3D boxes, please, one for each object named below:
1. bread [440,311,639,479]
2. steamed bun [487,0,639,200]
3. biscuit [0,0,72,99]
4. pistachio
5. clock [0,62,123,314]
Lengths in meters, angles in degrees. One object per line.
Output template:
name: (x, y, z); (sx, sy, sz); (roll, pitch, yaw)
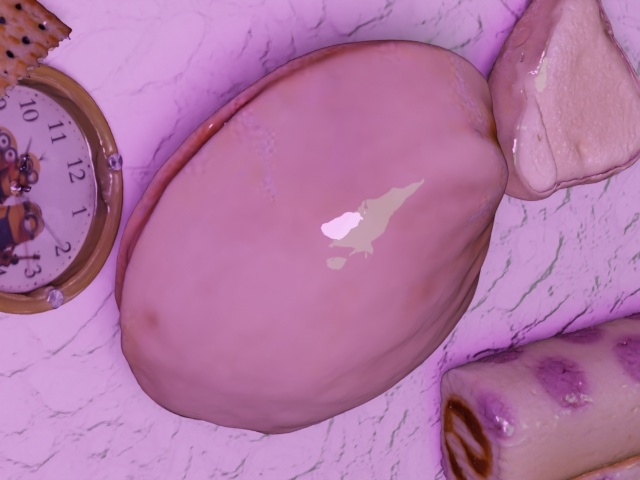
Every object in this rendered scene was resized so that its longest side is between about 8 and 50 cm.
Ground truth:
bread: (0.309, 0.194, 1.554); (0.338, 0.155, 0.187); (-15, 121, -20)
steamed bun: (0.235, -0.143, 1.428); (0.212, 0.110, 0.231); (-42, 117, -24)
biscuit: (-0.335, -0.152, 1.152); (0.139, 0.016, 0.231); (40, 58, -4)
pistachio: (0.000, 0.000, 1.303); (0.365, 0.281, 0.445); (31, 108, -37)
clock: (-0.282, -0.048, 1.240); (0.237, 0.057, 0.237); (1, 89, -50)
